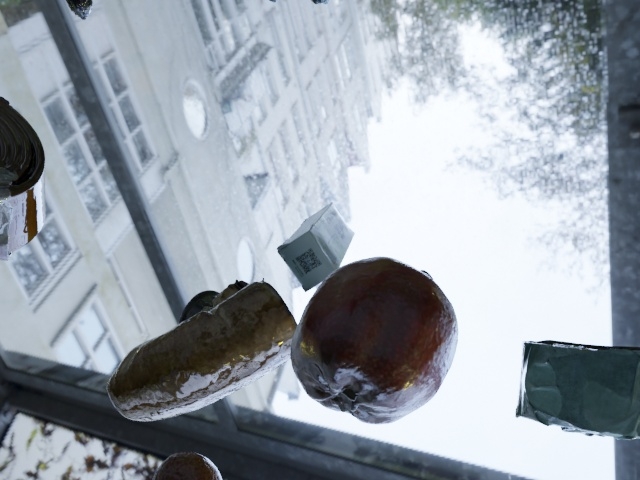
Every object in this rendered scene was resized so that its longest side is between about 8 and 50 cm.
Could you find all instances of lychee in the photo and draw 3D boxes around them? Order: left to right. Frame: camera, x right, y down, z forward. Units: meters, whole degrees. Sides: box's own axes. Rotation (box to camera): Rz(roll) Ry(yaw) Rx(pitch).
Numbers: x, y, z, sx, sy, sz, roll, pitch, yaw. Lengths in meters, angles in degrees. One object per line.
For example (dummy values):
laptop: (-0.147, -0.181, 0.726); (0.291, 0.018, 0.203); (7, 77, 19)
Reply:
lychee: (-0.187, 0.355, 0.960); (0.101, 0.114, 0.140); (21, -174, -9)

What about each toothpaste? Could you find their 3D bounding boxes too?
toothpaste: (0.000, 0.000, 1.197); (0.067, 0.081, 0.336); (-33, -175, 12)

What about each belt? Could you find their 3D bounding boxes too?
belt: (-0.510, -0.111, 0.928); (0.339, 0.122, 0.217); (33, -137, 17)
belt: (0.257, 0.127, 0.588); (0.198, 0.078, 0.151); (9, 174, -21)

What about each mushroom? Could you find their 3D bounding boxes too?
mushroom: (-0.251, 0.270, 1.503); (0.397, 0.224, 0.313); (-33, -171, -21)

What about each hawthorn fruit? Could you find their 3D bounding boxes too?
hawthorn fruit: (0.059, 0.092, 0.722); (0.169, 0.169, 0.188); (6, -133, 32)

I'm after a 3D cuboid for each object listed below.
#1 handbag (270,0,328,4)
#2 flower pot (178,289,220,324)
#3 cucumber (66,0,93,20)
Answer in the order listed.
handbag: (-0.031, -0.296, 0.529); (0.062, 0.179, 0.229); (-2, -136, -14)
flower pot: (-0.245, 0.251, 1.801); (0.148, 0.235, 0.235); (3, -145, 31)
cucumber: (-0.488, -0.540, 1.310); (0.067, 0.245, 0.067); (-22, -163, 7)
